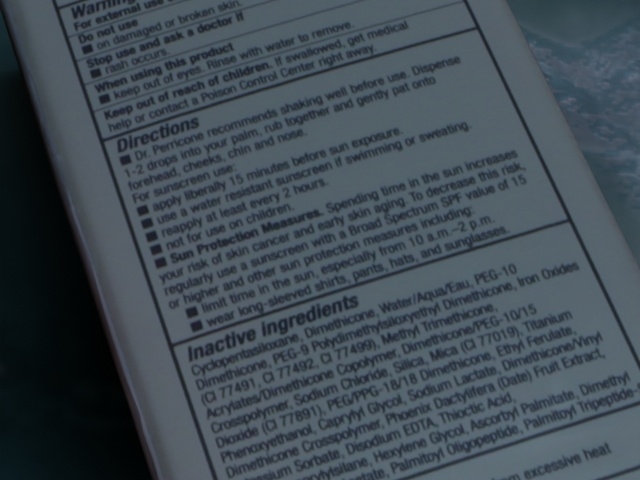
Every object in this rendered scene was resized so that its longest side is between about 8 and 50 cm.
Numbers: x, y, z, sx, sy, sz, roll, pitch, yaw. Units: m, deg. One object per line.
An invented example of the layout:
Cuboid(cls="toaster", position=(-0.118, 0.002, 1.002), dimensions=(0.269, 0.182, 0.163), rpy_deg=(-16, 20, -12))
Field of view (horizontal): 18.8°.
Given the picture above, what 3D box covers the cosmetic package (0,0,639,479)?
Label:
Cuboid(cls="cosmetic package", position=(0.000, 0.000, 0.610), dimensions=(0.153, 0.129, 0.296), rpy_deg=(-17, 60, -6))
